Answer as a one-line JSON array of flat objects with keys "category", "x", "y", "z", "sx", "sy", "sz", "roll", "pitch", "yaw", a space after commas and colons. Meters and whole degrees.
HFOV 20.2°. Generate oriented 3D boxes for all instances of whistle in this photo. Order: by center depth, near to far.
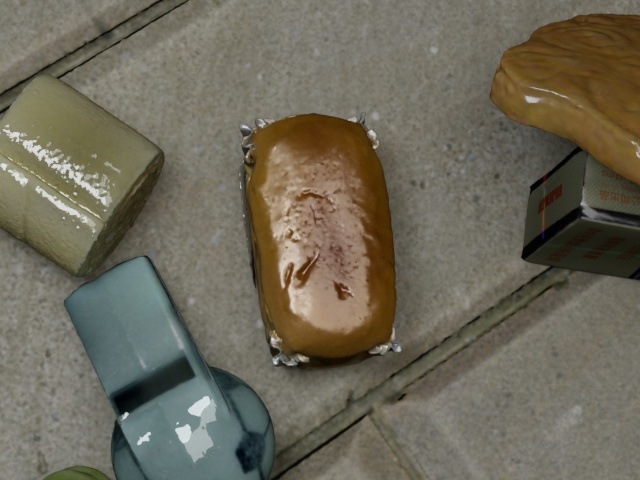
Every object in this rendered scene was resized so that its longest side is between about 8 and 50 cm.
[{"category": "whistle", "x": -0.130, "y": 0.165, "z": 1.660, "sx": 0.163, "sy": 0.163, "sz": 0.289, "roll": -18, "pitch": 46, "yaw": -14}]

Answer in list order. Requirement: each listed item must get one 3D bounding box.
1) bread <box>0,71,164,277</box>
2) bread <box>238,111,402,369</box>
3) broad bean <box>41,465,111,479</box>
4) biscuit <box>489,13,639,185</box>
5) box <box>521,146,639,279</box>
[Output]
[{"category": "bread", "x": -0.239, "y": -0.060, "z": 1.680, "sx": 0.141, "sy": 0.134, "sz": 0.148, "roll": 35, "pitch": 62, "yaw": 3}, {"category": "bread", "x": 0.000, "y": 0.000, "z": 1.727, "sx": 0.136, "sy": 0.107, "sz": 0.241, "roll": -6, "pitch": 78, "yaw": -9}, {"category": "broad bean", "x": -0.211, "y": 0.309, "z": 1.632, "sx": 0.153, "sy": 0.072, "sz": 0.206, "roll": -21, "pitch": 83, "yaw": -2}, {"category": "biscuit", "x": 0.372, "y": -0.133, "z": 1.708, "sx": 0.365, "sy": 0.062, "sz": 0.385, "roll": 30, "pitch": 31, "yaw": 30}, {"category": "box", "x": 0.370, "y": -0.014, "z": 1.751, "sx": 0.310, "sy": 0.198, "sz": 0.084, "roll": 9, "pitch": 76, "yaw": -8}]
